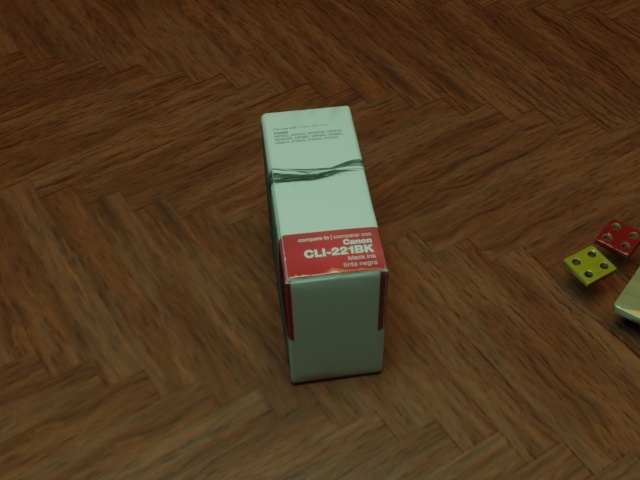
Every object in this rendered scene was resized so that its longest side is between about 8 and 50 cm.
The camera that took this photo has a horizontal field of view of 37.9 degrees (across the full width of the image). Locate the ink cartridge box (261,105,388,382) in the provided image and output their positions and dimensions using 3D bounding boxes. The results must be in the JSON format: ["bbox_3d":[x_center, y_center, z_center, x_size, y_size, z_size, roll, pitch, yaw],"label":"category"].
[{"bbox_3d":[0.000,0.000,1.115,0.114,0.197,0.272,-7,49,-5],"label":"ink cartridge box"}]

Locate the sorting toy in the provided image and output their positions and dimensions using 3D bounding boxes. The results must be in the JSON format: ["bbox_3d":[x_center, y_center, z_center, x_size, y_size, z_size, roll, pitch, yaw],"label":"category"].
[{"bbox_3d":[0.431,0.075,1.125,0.275,0.046,0.132,28,56,25],"label":"sorting toy"}]
